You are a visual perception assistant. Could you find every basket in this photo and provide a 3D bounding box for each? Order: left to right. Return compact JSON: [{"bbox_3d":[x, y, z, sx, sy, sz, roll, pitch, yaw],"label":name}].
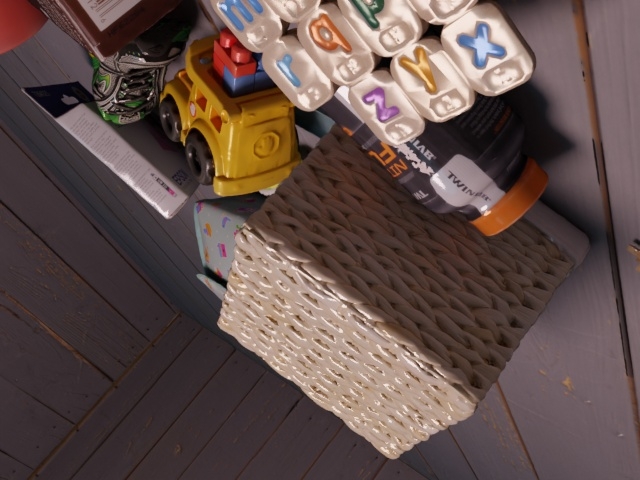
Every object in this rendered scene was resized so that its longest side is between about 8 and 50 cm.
[{"bbox_3d":[0.082,0.058,0.884,0.331,0.266,0.328,36,152,7],"label":"basket"}]

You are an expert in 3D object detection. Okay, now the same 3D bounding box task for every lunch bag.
[{"bbox_3d":[-0.135,0.051,1.405,0.223,0.160,0.262,22,120,48],"label":"lunch bag"}]

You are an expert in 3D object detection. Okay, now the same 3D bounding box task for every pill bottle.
[{"bbox_3d":[0.110,-0.116,0.703,0.245,0.130,0.130,43,162,-5],"label":"pill bottle"}]

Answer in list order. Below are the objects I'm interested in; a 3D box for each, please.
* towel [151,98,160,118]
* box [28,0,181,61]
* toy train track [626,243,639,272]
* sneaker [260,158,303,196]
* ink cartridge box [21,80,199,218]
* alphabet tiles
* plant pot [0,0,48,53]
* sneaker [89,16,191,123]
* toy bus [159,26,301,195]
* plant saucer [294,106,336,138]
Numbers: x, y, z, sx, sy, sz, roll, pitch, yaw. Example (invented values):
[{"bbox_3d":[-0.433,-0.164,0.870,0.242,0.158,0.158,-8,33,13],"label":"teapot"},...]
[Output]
[{"bbox_3d":[-0.342,-0.300,1.371,0.113,0.023,0.152,33,159,15],"label":"towel"},{"bbox_3d":[-0.344,-0.387,0.871,0.381,0.143,0.191,41,169,41],"label":"box"},{"bbox_3d":[0.343,0.008,0.720,0.048,0.014,0.083,41,158,22],"label":"toy train track"},{"bbox_3d":[-0.100,-0.138,1.150,0.208,0.081,0.094,24,152,51],"label":"sneaker"},{"bbox_3d":[-0.368,-0.203,1.360,0.330,0.071,0.324,44,-171,-12],"label":"ink cartridge box"},{"bbox_3d":[0.028,-0.206,0.547,0.278,0.021,0.284,48,143,-16],"label":"alphabet tiles"},{"bbox_3d":[-0.609,-0.468,1.160,0.275,0.275,0.243,32,149,26],"label":"plant pot"},{"bbox_3d":[-0.277,-0.256,1.084,0.343,0.134,0.146,-172,78,-68],"label":"sneaker"},{"bbox_3d":[-0.124,-0.204,0.958,0.220,0.149,0.211,52,150,32],"label":"toy bus"},{"bbox_3d":[0.021,-0.153,0.980,0.192,0.018,0.067,32,160,23],"label":"plant saucer"}]
